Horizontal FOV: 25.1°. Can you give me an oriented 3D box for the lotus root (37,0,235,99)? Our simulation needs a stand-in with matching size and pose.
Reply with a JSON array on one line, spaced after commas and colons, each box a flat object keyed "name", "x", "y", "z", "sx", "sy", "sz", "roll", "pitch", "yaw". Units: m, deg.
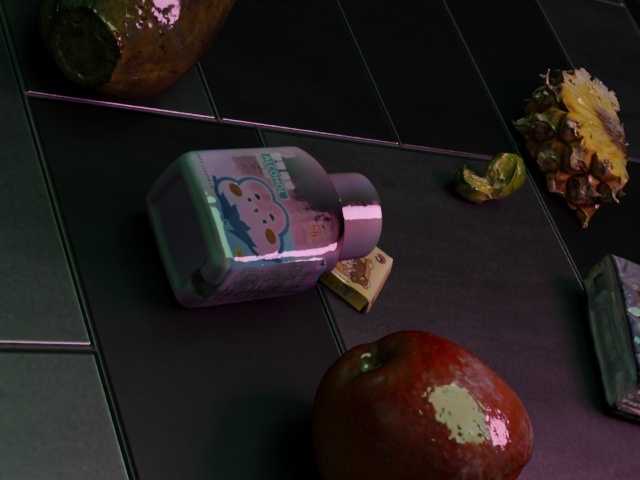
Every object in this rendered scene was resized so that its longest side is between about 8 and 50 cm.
[{"name": "lotus root", "x": -0.157, "y": -0.237, "z": 1.327, "sx": 0.160, "sy": 0.152, "sz": 0.275, "roll": 43, "pitch": 39, "yaw": -14}]

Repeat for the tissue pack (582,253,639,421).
[{"name": "tissue pack", "x": 0.391, "y": 0.126, "z": 1.515, "sx": 0.236, "sy": 0.073, "sz": 0.173, "roll": 20, "pitch": 44, "yaw": -25}]

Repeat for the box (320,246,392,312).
[{"name": "box", "x": 0.000, "y": 0.000, "z": 1.342, "sx": 0.149, "sy": 0.020, "sz": 0.073, "roll": 38, "pitch": 38, "yaw": -6}]

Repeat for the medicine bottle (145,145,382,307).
[{"name": "medicine bottle", "x": -0.043, "y": -0.014, "z": 1.241, "sx": 0.188, "sy": 0.094, "sz": 0.119, "roll": -6, "pitch": 66, "yaw": -36}]

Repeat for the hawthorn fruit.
[{"name": "hawthorn fruit", "x": 0.077, "y": 0.154, "z": 1.150, "sx": 0.173, "sy": 0.173, "sz": 0.172, "roll": 23, "pitch": 42, "yaw": -23}]

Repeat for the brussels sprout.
[{"name": "brussels sprout", "x": 0.179, "y": -0.065, "z": 1.537, "sx": 0.083, "sy": 0.051, "sz": 0.046, "roll": -15, "pitch": 31, "yaw": -20}]

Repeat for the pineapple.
[{"name": "pineapple", "x": 0.286, "y": -0.131, "z": 1.671, "sx": 0.135, "sy": 0.079, "sz": 0.233, "roll": 38, "pitch": 32, "yaw": -19}]
